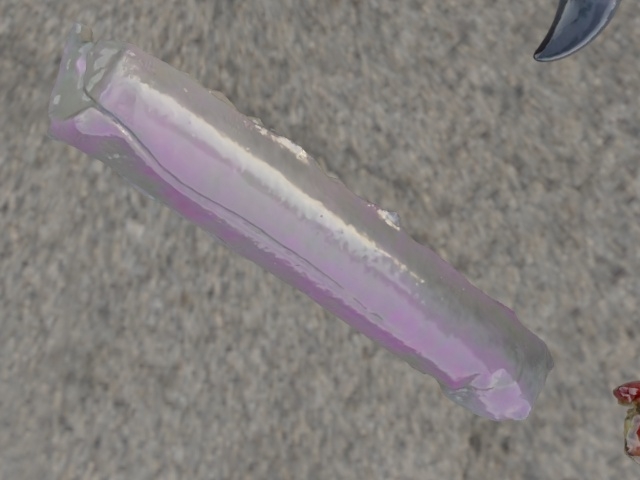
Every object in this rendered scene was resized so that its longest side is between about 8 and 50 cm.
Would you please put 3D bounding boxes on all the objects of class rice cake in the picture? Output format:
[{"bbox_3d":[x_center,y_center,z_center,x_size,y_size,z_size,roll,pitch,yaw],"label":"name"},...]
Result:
[{"bbox_3d":[0.000,0.000,0.597,0.270,0.049,0.055,36,77,-30],"label":"rice cake"}]

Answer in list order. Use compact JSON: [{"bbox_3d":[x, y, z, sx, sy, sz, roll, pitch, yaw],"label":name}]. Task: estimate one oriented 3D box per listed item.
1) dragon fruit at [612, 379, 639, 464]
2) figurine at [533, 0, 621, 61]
[{"bbox_3d":[0.260,0.069,0.599,0.268,0.205,0.210,-14,100,19],"label":"dragon fruit"},{"bbox_3d":[0.153,-0.241,0.837,0.197,0.175,0.265,-23,144,-18],"label":"figurine"}]
